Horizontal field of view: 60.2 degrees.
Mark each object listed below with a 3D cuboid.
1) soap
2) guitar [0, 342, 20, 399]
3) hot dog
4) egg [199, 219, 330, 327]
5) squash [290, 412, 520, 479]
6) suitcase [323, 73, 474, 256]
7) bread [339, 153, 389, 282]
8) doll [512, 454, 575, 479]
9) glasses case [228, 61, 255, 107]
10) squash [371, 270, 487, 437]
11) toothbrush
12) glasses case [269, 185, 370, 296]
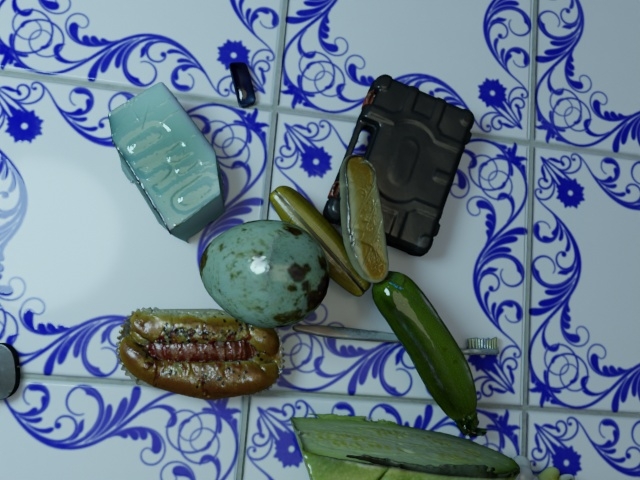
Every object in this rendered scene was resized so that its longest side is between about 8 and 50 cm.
[{"bbox_3d":[-0.248,-0.124,0.918,0.145,0.091,0.230,-37,88,-11],"label":"soap"},{"bbox_3d":[-0.588,0.216,0.852,0.233,0.025,0.088,-7,85,-10],"label":"guitar"},{"bbox_3d":[-0.191,0.182,0.892,0.267,0.075,0.144,7,79,-10],"label":"hot dog"},{"bbox_3d":[-0.093,0.050,0.869,0.231,0.169,0.169,6,79,30],"label":"egg"},{"bbox_3d":[0.138,0.330,0.841,0.308,0.233,0.210,-19,88,-9],"label":"squash"},{"bbox_3d":[0.142,-0.133,0.990,0.206,0.066,0.286,21,80,-6],"label":"suitcase"},{"bbox_3d":[0.065,-0.035,0.905,0.073,0.053,0.214,-4,81,-21],"label":"bread"},{"bbox_3d":[0.379,0.437,0.951,0.162,0.062,0.106,26,75,-3],"label":"doll"},{"bbox_3d":[-0.139,-0.281,0.989,0.033,0.023,0.083,-14,85,-8],"label":"glasses case"},{"bbox_3d":[0.188,0.191,0.917,0.087,0.087,0.331,-31,94,-11],"label":"squash"},{"bbox_3d":[0.136,0.172,0.967,0.375,0.028,0.037,6,76,-8],"label":"toothbrush"},{"bbox_3d":[0.000,0.000,0.943,0.064,0.079,0.234,-42,90,-2],"label":"glasses case"}]
